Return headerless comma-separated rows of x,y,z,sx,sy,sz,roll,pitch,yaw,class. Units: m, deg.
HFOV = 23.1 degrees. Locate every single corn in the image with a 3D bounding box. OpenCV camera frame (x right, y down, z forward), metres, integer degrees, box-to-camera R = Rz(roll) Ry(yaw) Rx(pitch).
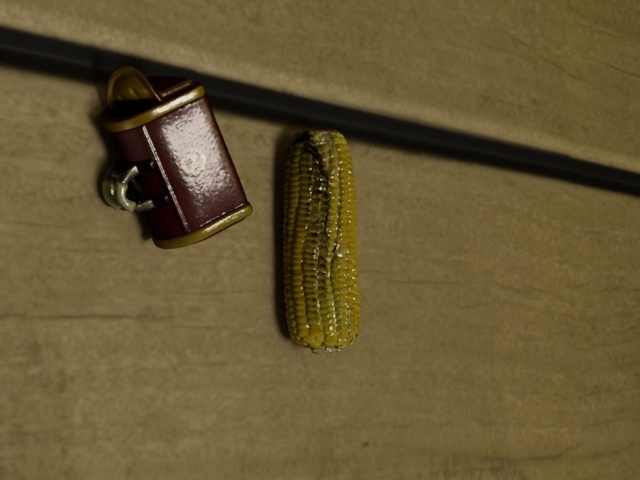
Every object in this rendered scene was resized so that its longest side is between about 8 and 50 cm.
0.000,0.000,1.396,0.072,0.072,0.203,3,84,-52,corn

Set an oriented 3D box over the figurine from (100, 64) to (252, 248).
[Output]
-0.132,-0.066,1.233,0.098,0.082,0.154,-35,117,-26,figurine
